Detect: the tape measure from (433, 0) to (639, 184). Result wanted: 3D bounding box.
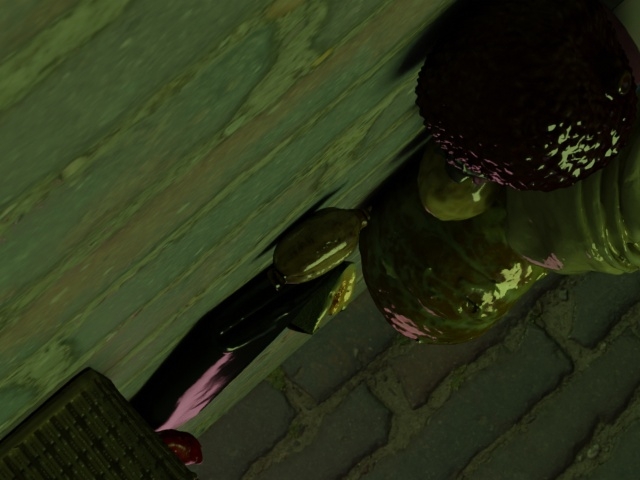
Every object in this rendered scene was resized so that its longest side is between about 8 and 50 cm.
[{"bbox_3d":[0.229,-0.162,1.598,0.245,0.149,0.231,-35,177,-1],"label":"tape measure"}]

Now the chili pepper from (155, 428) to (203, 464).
[{"bbox_3d":[-0.198,0.271,1.911,0.268,0.059,0.050,45,67,-73],"label":"chili pepper"}]

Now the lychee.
[{"bbox_3d":[0.182,-0.129,1.260,0.194,0.194,0.194,-42,175,-5],"label":"lychee"}]

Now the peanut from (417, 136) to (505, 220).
[{"bbox_3d":[0.243,-0.141,1.851,0.305,0.147,0.147,-38,174,-17],"label":"peanut"}]

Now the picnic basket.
[{"bbox_3d":[-0.274,0.296,1.419,0.313,0.175,0.228,-41,175,-8],"label":"picnic basket"}]

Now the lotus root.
[{"bbox_3d":[0.000,0.000,1.632,0.152,0.063,0.072,-33,145,-20],"label":"lotus root"}]

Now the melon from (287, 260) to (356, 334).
[{"bbox_3d":[-0.001,0.074,2.211,0.128,0.079,0.160,-63,167,18],"label":"melon"}]

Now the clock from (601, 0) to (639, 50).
[{"bbox_3d":[0.439,-0.311,1.906,0.197,0.063,0.150,-41,133,-13],"label":"clock"}]

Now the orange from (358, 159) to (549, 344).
[{"bbox_3d":[0.204,-0.008,2.063,0.329,0.249,0.329,-45,178,-2],"label":"orange"}]

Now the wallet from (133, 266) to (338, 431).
[{"bbox_3d":[-0.140,0.161,1.905,0.228,0.062,0.406,-37,173,-40],"label":"wallet"}]

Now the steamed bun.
[{"bbox_3d":[0.390,-0.079,1.767,0.289,0.203,0.276,-22,131,-23],"label":"steamed bun"}]
